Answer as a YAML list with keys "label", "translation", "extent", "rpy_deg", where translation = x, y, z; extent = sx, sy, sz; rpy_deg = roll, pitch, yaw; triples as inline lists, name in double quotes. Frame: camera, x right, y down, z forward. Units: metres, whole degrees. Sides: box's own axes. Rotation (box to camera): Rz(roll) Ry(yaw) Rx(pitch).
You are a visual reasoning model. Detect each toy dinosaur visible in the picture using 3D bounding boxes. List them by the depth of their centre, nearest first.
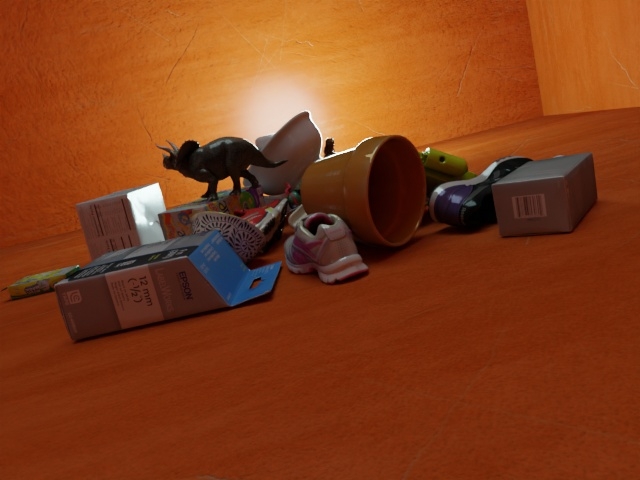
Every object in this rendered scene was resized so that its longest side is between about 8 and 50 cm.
- label: "toy dinosaur"
  translation: [-0.237, -0.189, 1.458]
  extent: [0.314, 0.160, 0.121]
  rpy_deg: [-11, 13, -3]

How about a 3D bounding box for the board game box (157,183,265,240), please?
- label: "board game box"
  translation: [-0.262, -0.042, 1.532]
  extent: [0.142, 0.144, 0.275]
  rpy_deg: [-7, 13, 26]

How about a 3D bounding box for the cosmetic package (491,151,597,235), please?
- label: "cosmetic package"
  translation: [0.413, -0.088, 1.080]
  extent: [0.127, 0.107, 0.238]
  rpy_deg: [-5, 11, 38]

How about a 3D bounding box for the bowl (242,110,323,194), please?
- label: "bowl"
  translation: [-0.087, -0.235, 1.797]
  extent: [0.298, 0.134, 0.298]
  rpy_deg: [-48, -2, -2]

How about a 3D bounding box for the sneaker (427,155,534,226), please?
- label: "sneaker"
  translation: [0.362, -0.086, 1.195]
  extent: [0.283, 0.107, 0.124]
  rpy_deg: [-24, 27, -25]

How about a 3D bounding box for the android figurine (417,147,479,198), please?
- label: "android figurine"
  translation: [0.251, -0.143, 1.341]
  extent: [0.273, 0.056, 0.248]
  rpy_deg: [19, -9, -4]

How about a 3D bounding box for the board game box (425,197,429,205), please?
- label: "board game box"
  translation: [0.206, -0.110, 1.543]
  extent: [0.194, 0.060, 0.194]
  rpy_deg: [-18, 12, -30]

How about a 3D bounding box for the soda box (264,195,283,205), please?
- label: "soda box"
  translation: [-0.202, -0.093, 1.805]
  extent: [0.098, 0.091, 0.286]
  rpy_deg: [0, 5, -21]

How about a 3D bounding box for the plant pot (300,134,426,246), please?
- label: "plant pot"
  translation: [0.072, -0.095, 1.147]
  extent: [0.188, 0.205, 0.205]
  rpy_deg: [4, 19, 40]

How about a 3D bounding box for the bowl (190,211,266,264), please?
- label: "bowl"
  translation: [-0.207, 0.015, 1.268]
  extent: [0.170, 0.170, 0.080]
  rpy_deg: [-6, 57, 33]

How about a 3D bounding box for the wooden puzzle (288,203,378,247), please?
- label: "wooden puzzle"
  translation: [0.081, -0.073, 1.302]
  extent: [0.239, 0.044, 0.221]
  rpy_deg: [15, 49, 38]

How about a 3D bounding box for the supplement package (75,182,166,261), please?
- label: "supplement package"
  translation: [-0.530, -0.035, 1.650]
  extent: [0.145, 0.203, 0.262]
  rpy_deg: [-11, 11, 6]

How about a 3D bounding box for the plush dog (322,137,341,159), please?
- label: "plush dog"
  translation: [0.103, -0.176, 1.748]
  extent: [0.226, 0.210, 0.262]
  rpy_deg: [17, 21, 13]

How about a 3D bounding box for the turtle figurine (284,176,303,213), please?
- label: "turtle figurine"
  translation: [-0.001, -0.131, 1.579]
  extent: [0.234, 0.118, 0.175]
  rpy_deg: [-33, 32, -8]

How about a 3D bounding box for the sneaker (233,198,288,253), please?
- label: "sneaker"
  translation: [-0.154, -0.054, 1.469]
  extent: [0.119, 0.107, 0.279]
  rpy_deg: [14, 15, 7]

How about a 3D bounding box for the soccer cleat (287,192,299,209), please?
- label: "soccer cleat"
  translation: [0.022, -0.174, 1.991]
  extent: [0.117, 0.108, 0.318]
  rpy_deg: [11, 24, 40]

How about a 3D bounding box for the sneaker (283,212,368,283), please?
- label: "sneaker"
  translation: [0.000, 0.000, 1.085]
  extent: [0.103, 0.111, 0.252]
  rpy_deg: [-19, 12, -24]

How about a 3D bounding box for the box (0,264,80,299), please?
- label: "box"
  translation: [-0.741, 0.113, 1.582]
  extent: [0.179, 0.043, 0.105]
  rpy_deg: [-11, 11, 1]

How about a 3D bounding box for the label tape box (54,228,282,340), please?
- label: "label tape box"
  translation: [-0.260, 0.060, 1.094]
  extent: [0.348, 0.115, 0.249]
  rpy_deg: [-14, 11, 4]

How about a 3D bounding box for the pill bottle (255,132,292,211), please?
- label: "pill bottle"
  translation: [-0.124, -0.235, 2.027]
  extent: [0.146, 0.263, 0.146]
  rpy_deg: [-13, 10, 2]
